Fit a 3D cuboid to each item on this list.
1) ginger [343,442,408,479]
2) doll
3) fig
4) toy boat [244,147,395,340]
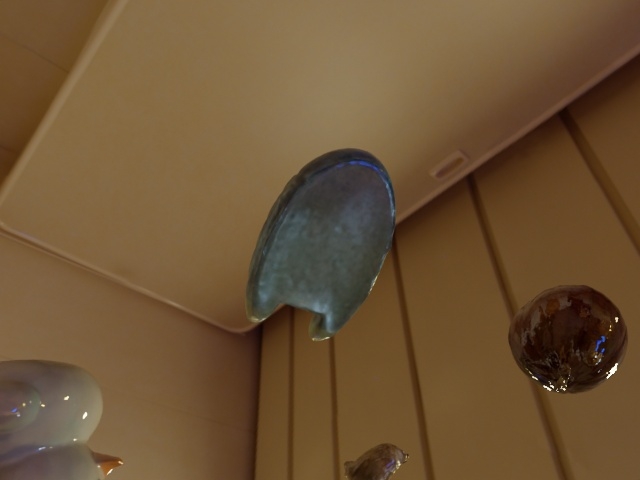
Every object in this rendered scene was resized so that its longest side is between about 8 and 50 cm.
[{"bbox_3d":[0.041,0.441,0.714,0.148,0.081,0.334,-2,-108,50],"label":"ginger"},{"bbox_3d":[-0.367,0.261,0.632,0.221,0.251,0.221,-17,-109,61],"label":"doll"},{"bbox_3d":[0.432,0.204,0.941,0.203,0.186,0.249,-35,-162,44],"label":"fig"},{"bbox_3d":[0.000,0.000,0.891,0.330,0.215,0.123,-68,-160,9],"label":"toy boat"}]
